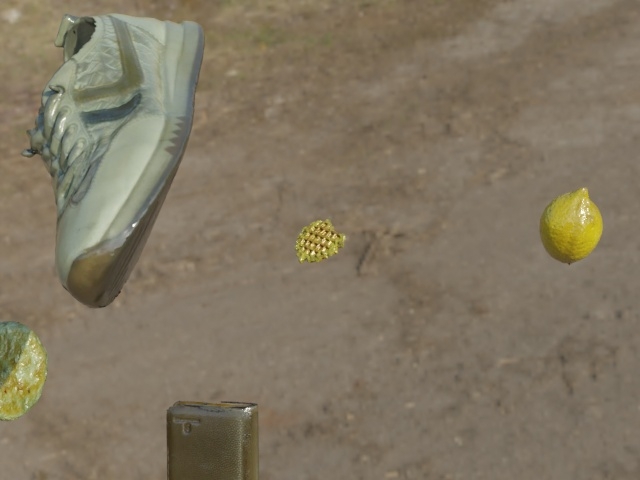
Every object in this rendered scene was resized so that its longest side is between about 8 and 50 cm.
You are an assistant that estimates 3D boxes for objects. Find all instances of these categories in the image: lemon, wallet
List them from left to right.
[{"bbox_3d":[-0.122,0.281,1.415,0.110,0.198,0.031,2,7,14],"label":"wallet"},{"bbox_3d":[0.260,-0.016,1.290,0.065,0.092,0.065,4,35,-3],"label":"lemon"}]

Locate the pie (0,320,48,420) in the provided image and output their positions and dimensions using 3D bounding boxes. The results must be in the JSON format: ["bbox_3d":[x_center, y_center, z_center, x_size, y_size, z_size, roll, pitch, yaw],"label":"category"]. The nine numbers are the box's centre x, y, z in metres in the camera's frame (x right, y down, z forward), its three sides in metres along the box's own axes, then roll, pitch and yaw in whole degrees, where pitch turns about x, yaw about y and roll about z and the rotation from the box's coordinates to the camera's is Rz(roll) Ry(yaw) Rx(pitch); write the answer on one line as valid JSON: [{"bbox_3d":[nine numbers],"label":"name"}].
[{"bbox_3d":[-0.257,0.107,1.023,0.021,0.084,0.084,-8,21,34],"label":"pie"}]

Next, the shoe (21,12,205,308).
[{"bbox_3d":[-0.138,-0.065,0.794,0.098,0.103,0.275,16,33,-12],"label":"shoe"}]

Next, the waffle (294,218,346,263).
[{"bbox_3d":[-0.002,0.000,1.829,0.078,0.016,0.085,-27,37,5],"label":"waffle"}]
